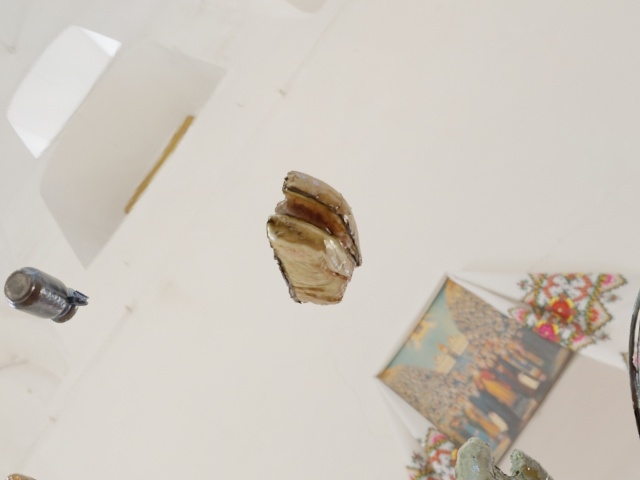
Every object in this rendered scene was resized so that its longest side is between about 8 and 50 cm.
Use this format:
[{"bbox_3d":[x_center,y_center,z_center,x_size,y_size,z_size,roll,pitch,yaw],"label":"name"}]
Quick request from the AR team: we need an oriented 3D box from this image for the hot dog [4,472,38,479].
[{"bbox_3d":[-0.359,0.320,0.985,0.037,0.122,0.049,-41,-59,-44],"label":"hot dog"}]

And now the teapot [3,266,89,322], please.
[{"bbox_3d":[-0.302,0.057,0.877,0.064,0.049,0.083,-34,-27,7],"label":"teapot"}]

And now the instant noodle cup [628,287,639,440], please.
[{"bbox_3d":[0.391,0.127,0.566,0.214,0.296,0.296,-8,-66,-5],"label":"instant noodle cup"}]

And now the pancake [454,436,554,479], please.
[{"bbox_3d":[0.260,0.342,0.935,0.254,0.253,0.037,27,-63,-35],"label":"pancake"}]

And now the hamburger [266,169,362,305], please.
[{"bbox_3d":[0.000,0.000,1.196,0.262,0.131,0.124,72,-150,-59],"label":"hamburger"}]
